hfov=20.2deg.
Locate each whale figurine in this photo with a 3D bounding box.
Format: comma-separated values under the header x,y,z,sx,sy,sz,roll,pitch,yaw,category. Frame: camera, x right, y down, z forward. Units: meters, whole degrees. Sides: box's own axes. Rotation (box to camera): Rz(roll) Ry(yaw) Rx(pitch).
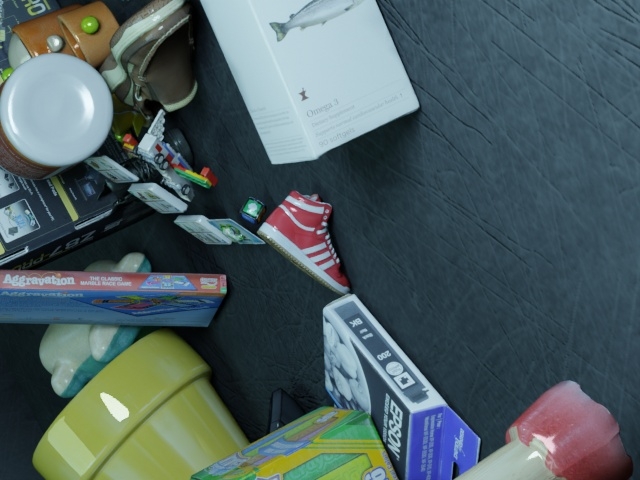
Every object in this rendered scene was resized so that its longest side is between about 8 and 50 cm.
x,y,z,sx,sy,sz,roll,pitch,yaw,category
-0.268,0.122,2.358,0.141,0.216,0.272,33,167,-15,whale figurine

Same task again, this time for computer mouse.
x,y,z,sx,sy,sz,roll,pitch,yaw,category
-0.041,0.272,2.114,0.184,0.060,0.262,-89,6,-64,computer mouse

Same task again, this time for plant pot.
x,y,z,sx,sy,sz,roll,pitch,yaw,category
-0.199,0.282,2.295,0.239,0.254,0.254,44,156,10,plant pot

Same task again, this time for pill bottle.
x,y,z,sx,sy,sz,roll,pitch,yaw,category
-0.306,-0.130,1.964,0.121,0.121,0.216,65,161,-4,pill bottle

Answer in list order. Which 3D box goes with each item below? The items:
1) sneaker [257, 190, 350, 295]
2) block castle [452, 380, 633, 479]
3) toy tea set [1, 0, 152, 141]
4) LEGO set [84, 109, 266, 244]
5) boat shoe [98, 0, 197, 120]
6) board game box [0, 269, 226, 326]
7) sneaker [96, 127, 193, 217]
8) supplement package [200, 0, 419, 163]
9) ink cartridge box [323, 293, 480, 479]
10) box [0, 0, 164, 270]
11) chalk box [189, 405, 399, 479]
x,y,z,sx,sy,sz,roll,pitch,yaw,category
0.000,0.000,1.730,0.118,0.067,0.042,40,171,-31,sneaker
0.229,0.339,1.323,0.303,0.212,0.453,43,154,36,block castle
-0.308,-0.243,2.006,0.200,0.124,0.336,50,165,36,toy tea set
-0.141,-0.061,1.936,0.182,0.060,0.244,34,167,-20,LEGO set
-0.158,-0.183,1.838,0.095,0.095,0.257,50,166,-2,boat shoe
-0.262,0.069,2.133,0.145,0.281,0.027,126,144,-68,board game box
-0.205,-0.076,2.062,0.051,0.089,0.170,62,161,4,sneaker
-0.014,-0.165,1.453,0.179,0.105,0.105,66,161,-9,supplement package
0.075,0.187,1.754,0.208,0.045,0.206,48,155,33,ink cartridge box
-0.422,-0.149,2.181,0.395,0.318,0.097,59,159,11,box
-0.038,0.267,1.749,0.132,0.213,0.132,65,161,-7,chalk box
